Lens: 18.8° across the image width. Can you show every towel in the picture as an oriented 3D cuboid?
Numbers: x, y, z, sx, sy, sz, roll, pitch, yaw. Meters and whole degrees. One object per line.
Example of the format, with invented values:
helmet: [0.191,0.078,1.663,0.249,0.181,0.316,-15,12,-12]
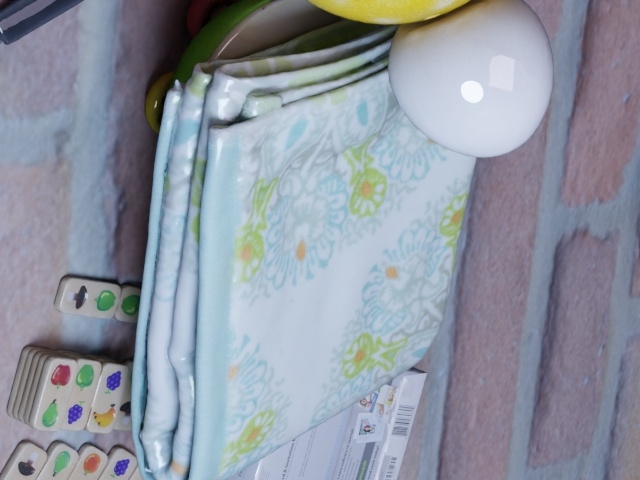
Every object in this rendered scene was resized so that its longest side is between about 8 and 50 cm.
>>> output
towel: [0.000,0.000,1.518,0.321,0.090,0.374,-23,134,-41]

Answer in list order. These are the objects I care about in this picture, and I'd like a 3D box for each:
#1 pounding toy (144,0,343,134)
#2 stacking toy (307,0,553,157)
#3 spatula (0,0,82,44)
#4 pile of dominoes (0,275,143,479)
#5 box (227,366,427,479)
pounding toy: [-0.073,-0.108,1.515,0.183,0.110,0.236,-39,143,-27]
stacking toy: [0.037,-0.266,1.307,0.351,0.351,0.479,-35,111,-31]
spatula: [-0.243,-0.136,1.376,0.296,0.030,0.084,-41,127,-27]
pile of dominoes: [-0.142,0.138,1.569,0.251,0.040,0.196,11,96,-46]
box: [0.006,0.173,1.729,0.186,0.038,0.145,10,96,-47]
